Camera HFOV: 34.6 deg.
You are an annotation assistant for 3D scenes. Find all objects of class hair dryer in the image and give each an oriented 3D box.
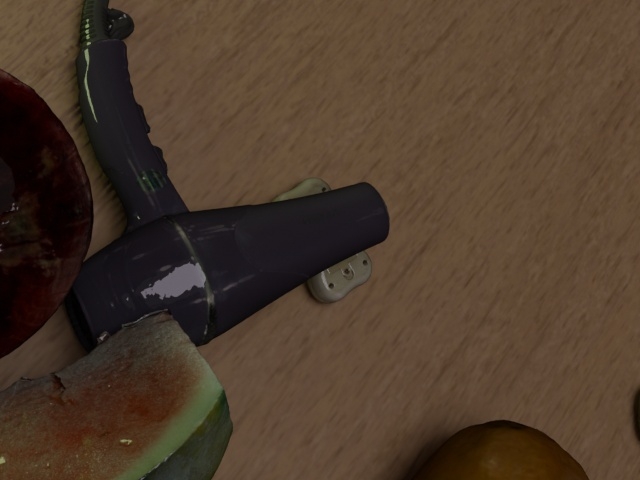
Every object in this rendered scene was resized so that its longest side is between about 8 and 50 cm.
[{"bbox_3d":[-0.126,-0.091,0.941,0.301,0.121,0.361,-21,82,-25],"label":"hair dryer"}]

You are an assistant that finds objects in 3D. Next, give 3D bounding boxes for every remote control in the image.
[{"bbox_3d":[0.000,0.000,1.033,0.074,0.032,0.122,-31,96,-31],"label":"remote control"}]

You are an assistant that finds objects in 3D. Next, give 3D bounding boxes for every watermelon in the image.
[{"bbox_3d":[-0.216,0.184,0.776,0.305,0.224,0.180,-23,73,-16],"label":"watermelon"}]

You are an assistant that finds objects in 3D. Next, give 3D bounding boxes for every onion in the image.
[{"bbox_3d":[-0.309,-0.021,0.756,0.272,0.195,0.272,-1,93,-12],"label":"onion"}]

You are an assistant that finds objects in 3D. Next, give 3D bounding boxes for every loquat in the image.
[{"bbox_3d":[0.167,0.273,0.985,0.187,0.176,0.234,18,52,19],"label":"loquat"}]

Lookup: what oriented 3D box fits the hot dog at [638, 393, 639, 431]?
[{"bbox_3d":[0.490,0.208,1.247,0.242,0.073,0.084,1,84,-29],"label":"hot dog"}]
